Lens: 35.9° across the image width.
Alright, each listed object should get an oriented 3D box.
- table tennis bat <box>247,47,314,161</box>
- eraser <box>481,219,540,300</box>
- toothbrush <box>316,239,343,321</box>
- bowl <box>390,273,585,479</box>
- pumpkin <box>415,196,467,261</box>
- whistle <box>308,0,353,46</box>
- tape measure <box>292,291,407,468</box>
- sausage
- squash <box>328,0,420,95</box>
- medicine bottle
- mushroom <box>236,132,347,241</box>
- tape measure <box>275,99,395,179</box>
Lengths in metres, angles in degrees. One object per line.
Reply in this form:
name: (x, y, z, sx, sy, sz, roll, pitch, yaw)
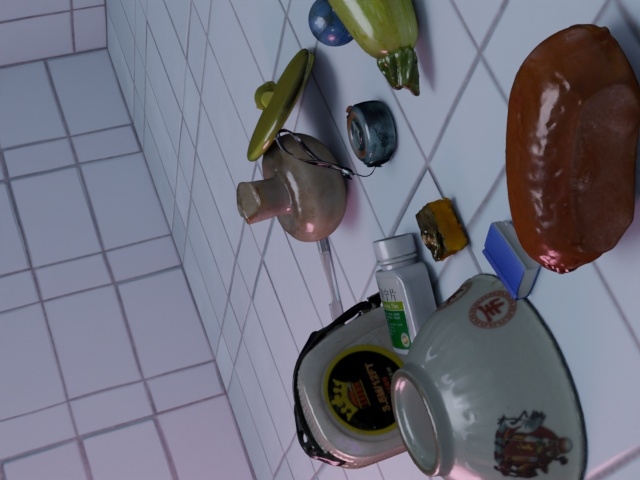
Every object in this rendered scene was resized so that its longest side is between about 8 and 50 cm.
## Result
table tennis bat: (-0.083, -0.253, 1.833, 0.224, 0.054, 0.369, -61, 13, 6)
eraser: (0.240, 0.024, 1.247, 0.063, 0.027, 0.085, 96, 153, -49)
toothbrush: (0.001, 0.000, 1.949, 0.030, 0.025, 0.342, -165, 61, -72)
bowl: (0.194, 0.224, 1.337, 0.337, 0.157, 0.337, 166, 90, -73)
pumpkin: (0.167, -0.012, 1.399, 0.074, 0.054, 0.083, 121, 127, -71)
whistle: (0.030, -0.332, 1.508, 0.158, 0.090, 0.090, -130, 31, -52)
tape measure: (0.051, 0.238, 1.648, 0.133, 0.231, 0.271, 115, 137, -66)
sausage: (0.247, -0.087, 0.988, 0.133, 0.133, 0.258, -133, 32, -55)
squash: (0.078, -0.338, 1.352, 0.287, 0.137, 0.137, 59, 158, 14)
medicine bottle: (0.134, 0.084, 1.545, 0.119, 0.069, 0.183, 175, 82, -74)
mushroom: (-0.057, -0.086, 1.776, 0.204, 0.204, 0.204, 165, 90, -72)
tape measure: (0.023, -0.162, 1.538, 0.107, 0.179, 0.104, 95, 170, -48)
